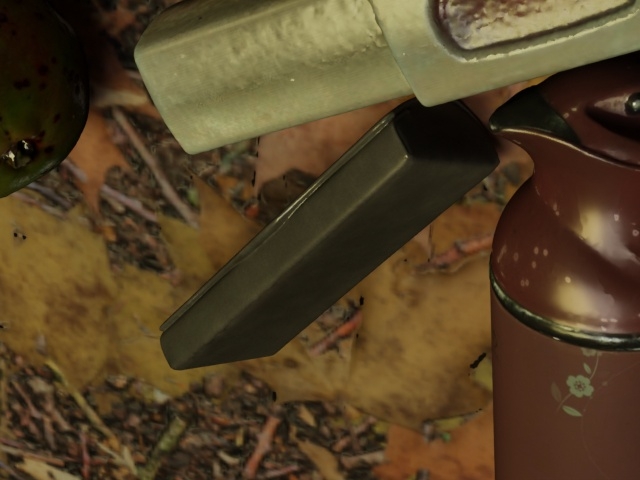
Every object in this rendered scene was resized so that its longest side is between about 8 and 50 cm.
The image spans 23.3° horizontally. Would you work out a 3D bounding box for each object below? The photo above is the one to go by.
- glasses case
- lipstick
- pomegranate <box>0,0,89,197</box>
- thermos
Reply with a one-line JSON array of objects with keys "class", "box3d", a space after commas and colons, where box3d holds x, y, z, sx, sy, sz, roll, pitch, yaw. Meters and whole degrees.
[{"class": "glasses case", "box3d": [-0.001, 0.001, 0.739, 0.190, 0.072, 0.042, -42, 72, 38]}, {"class": "lipstick", "box3d": [0.043, -0.100, 0.645, 0.253, 0.077, 0.079, -12, 117, 30]}, {"class": "pomegranate", "box3d": [-0.175, -0.084, 0.739, 0.142, 0.114, 0.114, 46, 134, 26]}, {"class": "thermos", "box3d": [0.145, 0.069, 0.698, 0.136, 0.109, 0.330, 7, 125, 19]}]
